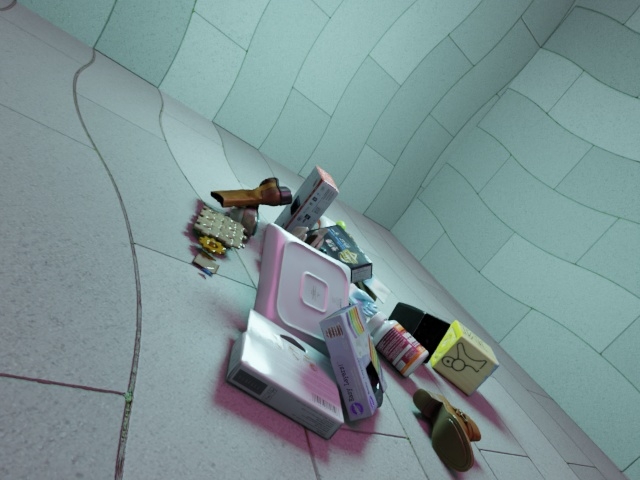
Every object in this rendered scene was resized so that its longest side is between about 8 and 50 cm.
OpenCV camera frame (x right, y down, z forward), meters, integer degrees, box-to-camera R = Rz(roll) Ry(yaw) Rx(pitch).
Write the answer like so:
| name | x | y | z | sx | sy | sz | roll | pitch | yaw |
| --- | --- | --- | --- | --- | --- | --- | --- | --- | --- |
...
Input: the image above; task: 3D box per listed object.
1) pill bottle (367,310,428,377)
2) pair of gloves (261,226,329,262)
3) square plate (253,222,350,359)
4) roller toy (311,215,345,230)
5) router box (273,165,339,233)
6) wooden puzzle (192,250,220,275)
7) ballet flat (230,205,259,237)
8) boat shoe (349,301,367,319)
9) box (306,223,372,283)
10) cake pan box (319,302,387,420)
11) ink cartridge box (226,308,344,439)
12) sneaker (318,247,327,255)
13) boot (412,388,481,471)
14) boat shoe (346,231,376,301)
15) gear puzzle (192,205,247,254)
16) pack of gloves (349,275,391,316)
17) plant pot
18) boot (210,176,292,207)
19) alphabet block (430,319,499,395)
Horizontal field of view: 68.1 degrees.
| name | x | y | z | sx | sy | sz | roll | pitch | yaw |
| --- | --- | --- | --- | --- | --- | --- | --- | --- | --- |
| pill bottle | 0.259 | 0.359 | 1.659 | 0.221 | 0.121 | 0.121 | 44 | 14 | 21 |
| pair of gloves | -0.093 | 0.019 | 1.587 | 0.240 | 0.204 | 0.042 | 12 | -41 | 58 |
| square plate | -0.029 | 0.154 | 1.358 | 0.344 | 0.049 | 0.348 | 30 | 49 | -32 |
| roller toy | 0.000 | 0.000 | 2.030 | 0.146 | 0.210 | 0.191 | 32 | -21 | -25 |
| router box | -0.073 | -0.123 | 1.932 | 0.082 | 0.335 | 0.301 | 34 | 13 | -16 |
| wooden puzzle | -0.322 | 0.067 | 1.338 | 0.078 | 0.014 | 0.116 | 33 | 14 | -5 |
| ballet flat | -0.291 | -0.091 | 1.806 | 0.106 | 0.108 | 0.316 | 14 | 13 | -11 |
| boat shoe | 0.036 | 0.200 | 1.653 | 0.116 | 0.097 | 0.324 | 22 | 21 | -52 |
| box | -0.008 | 0.064 | 1.691 | 0.293 | 0.074 | 0.295 | -11 | 35 | -18 |
| cake pan box | 0.093 | 0.311 | 1.250 | 0.245 | 0.070 | 0.267 | 2 | 69 | -71 |
| ink cartridge box | -0.079 | 0.300 | 1.100 | 0.275 | 0.060 | 0.239 | 36 | 12 | -14 |
| sneaker | -0.039 | 0.076 | 1.545 | 0.065 | 0.076 | 0.166 | 28 | 45 | 35 |
| boot | 0.409 | 0.579 | 1.411 | 0.220 | 0.109 | 0.283 | 35 | 6 | -31 |
| boat shoe | 0.135 | 0.134 | 2.094 | 0.123 | 0.123 | 0.342 | -6 | 66 | -57 |
| gear puzzle | -0.329 | -0.015 | 1.527 | 0.175 | 0.044 | 0.339 | 27 | 15 | -15 |
| pack of gloves | 0.183 | 0.187 | 1.960 | 0.232 | 0.046 | 0.195 | 45 | 48 | -2 |
| plant pot | 0.364 | 0.351 | 1.878 | 0.187 | 0.188 | 0.167 | 27 | 4 | -39 |
| boot | -0.283 | -0.175 | 1.828 | 0.280 | 0.096 | 0.264 | -8 | 28 | -25 |
| alphabet block | 0.591 | 0.486 | 1.974 | 0.197 | 0.192 | 0.193 | 40 | 11 | 0 |
